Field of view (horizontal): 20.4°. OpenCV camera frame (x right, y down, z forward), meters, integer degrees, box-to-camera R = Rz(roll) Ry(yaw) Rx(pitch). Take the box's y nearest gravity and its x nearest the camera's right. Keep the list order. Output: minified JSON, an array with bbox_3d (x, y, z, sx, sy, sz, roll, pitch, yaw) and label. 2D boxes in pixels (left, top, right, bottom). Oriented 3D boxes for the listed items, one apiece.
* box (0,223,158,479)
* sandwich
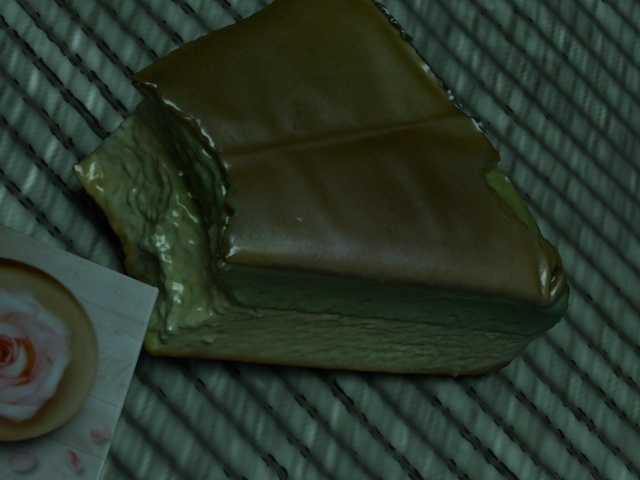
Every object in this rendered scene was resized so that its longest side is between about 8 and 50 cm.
[{"bbox_3d":[-0.188,0.055,0.799,0.199,0.081,0.135,24,57,-15],"label":"box"},{"bbox_3d":[0.000,0.000,0.887,0.220,0.108,0.186,51,50,5],"label":"sandwich"}]
